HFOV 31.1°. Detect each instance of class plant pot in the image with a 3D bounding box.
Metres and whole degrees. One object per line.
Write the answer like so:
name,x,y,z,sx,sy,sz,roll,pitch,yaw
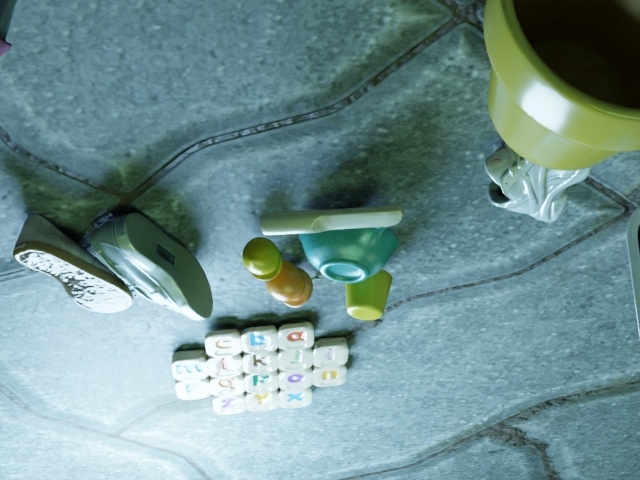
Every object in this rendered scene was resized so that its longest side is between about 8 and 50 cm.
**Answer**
plant pot,0.278,-0.189,1.184,0.254,0.254,0.239,-2,161,-8

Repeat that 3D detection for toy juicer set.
toy juicer set,0.000,0.000,1.541,0.209,0.089,0.329,7,154,2

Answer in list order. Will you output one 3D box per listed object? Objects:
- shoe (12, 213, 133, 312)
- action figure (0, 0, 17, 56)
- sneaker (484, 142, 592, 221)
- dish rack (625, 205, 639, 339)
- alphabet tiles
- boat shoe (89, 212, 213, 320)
shoe,-0.326,0.034,1.547,0.076,0.058,0.219,-20,146,20
action figure,-0.380,-0.173,1.029,0.248,0.276,0.370,1,165,-4
sneaker,0.267,-0.100,1.434,0.115,0.090,0.232,2,144,-8
dish rack,0.601,0.055,1.619,0.333,0.285,0.072,-9,-172,3
alphabet tiles,-0.097,0.209,1.876,0.284,0.021,0.278,-5,146,-3
boat shoe,-0.229,0.040,1.565,0.081,0.079,0.227,-13,142,24
